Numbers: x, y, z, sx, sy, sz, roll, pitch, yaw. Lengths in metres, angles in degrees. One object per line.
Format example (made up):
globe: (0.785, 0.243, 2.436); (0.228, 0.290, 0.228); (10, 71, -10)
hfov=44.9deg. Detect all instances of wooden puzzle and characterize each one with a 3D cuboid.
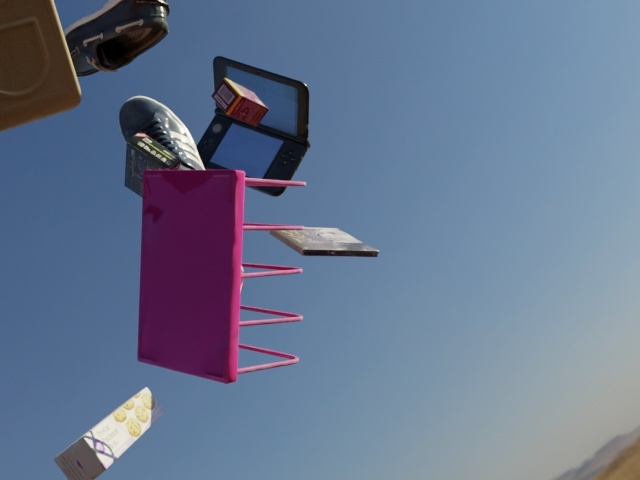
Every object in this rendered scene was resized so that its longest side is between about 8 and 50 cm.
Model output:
wooden puzzle: (-0.557, -0.315, 1.152); (0.322, 0.080, 0.348); (-25, -53, -27)

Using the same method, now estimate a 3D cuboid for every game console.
game console: (-0.186, -0.288, 1.956); (0.250, 0.293, 0.173); (-62, -24, -15)

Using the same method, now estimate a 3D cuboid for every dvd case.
dvd case: (0.000, 0.000, 1.598); (0.164, 0.221, 0.018); (1, -78, -23)

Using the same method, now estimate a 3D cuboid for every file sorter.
file sorter: (-0.140, 0.044, 1.174); (0.182, 0.202, 0.291); (0, -86, -50)

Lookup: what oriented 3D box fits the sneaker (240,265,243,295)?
sneaker: (-0.143, 0.091, 1.203); (0.047, 0.057, 0.119); (8, -89, -22)

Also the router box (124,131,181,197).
router box: (-0.296, -0.120, 1.363); (0.038, 0.092, 0.122); (-48, -13, -37)

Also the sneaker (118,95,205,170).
sneaker: (-0.313, -0.162, 1.590); (0.131, 0.350, 0.148); (-36, -8, 3)

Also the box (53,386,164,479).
box: (-0.352, 0.331, 1.331); (0.063, 0.067, 0.324); (-37, -1, 5)

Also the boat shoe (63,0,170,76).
boat shoe: (-0.388, -0.363, 1.423); (0.114, 0.091, 0.302); (2, -18, -44)

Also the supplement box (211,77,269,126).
supplement box: (-0.139, -0.238, 1.338); (0.043, 0.055, 0.083); (-51, -32, 15)
